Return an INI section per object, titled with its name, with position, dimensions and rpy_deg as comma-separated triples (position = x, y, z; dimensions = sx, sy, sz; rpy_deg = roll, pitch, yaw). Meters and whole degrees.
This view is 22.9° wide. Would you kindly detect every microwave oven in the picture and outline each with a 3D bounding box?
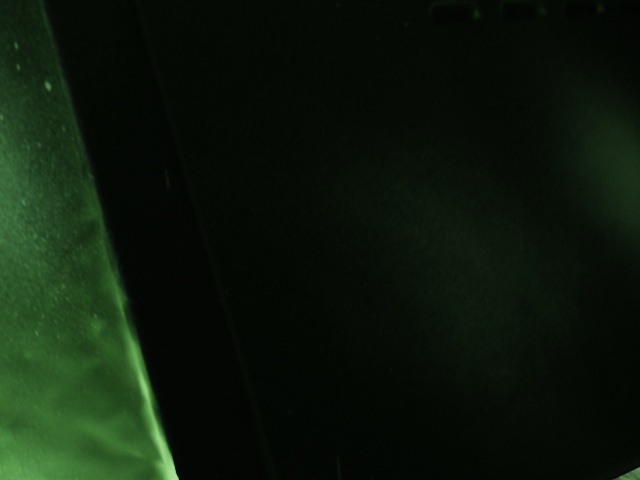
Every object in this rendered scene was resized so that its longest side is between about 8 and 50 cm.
[microwave oven]
position = -0.097, 0.017, 0.605
dimensions = 0.432, 0.374, 0.236
rpy_deg = -19, 84, 41
